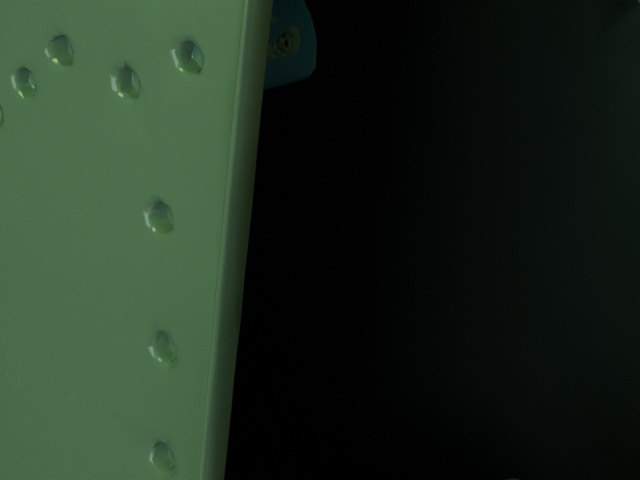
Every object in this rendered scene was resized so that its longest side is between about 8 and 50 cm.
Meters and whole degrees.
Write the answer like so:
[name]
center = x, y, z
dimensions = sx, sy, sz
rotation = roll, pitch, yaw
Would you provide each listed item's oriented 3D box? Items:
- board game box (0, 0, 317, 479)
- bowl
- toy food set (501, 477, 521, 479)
[board game box]
center = -0.158, -0.005, 0.724
dimensions = 0.390, 0.050, 0.390
rotation = 28, 124, 36
[bowl]
center = 0.000, 0.000, 0.703
dimensions = 0.391, 0.077, 0.391
rotation = 18, 123, 31
[toy food set]
center = 0.021, 0.163, 0.691
dimensions = 0.192, 0.038, 0.132
rotation = -27, 94, 44
